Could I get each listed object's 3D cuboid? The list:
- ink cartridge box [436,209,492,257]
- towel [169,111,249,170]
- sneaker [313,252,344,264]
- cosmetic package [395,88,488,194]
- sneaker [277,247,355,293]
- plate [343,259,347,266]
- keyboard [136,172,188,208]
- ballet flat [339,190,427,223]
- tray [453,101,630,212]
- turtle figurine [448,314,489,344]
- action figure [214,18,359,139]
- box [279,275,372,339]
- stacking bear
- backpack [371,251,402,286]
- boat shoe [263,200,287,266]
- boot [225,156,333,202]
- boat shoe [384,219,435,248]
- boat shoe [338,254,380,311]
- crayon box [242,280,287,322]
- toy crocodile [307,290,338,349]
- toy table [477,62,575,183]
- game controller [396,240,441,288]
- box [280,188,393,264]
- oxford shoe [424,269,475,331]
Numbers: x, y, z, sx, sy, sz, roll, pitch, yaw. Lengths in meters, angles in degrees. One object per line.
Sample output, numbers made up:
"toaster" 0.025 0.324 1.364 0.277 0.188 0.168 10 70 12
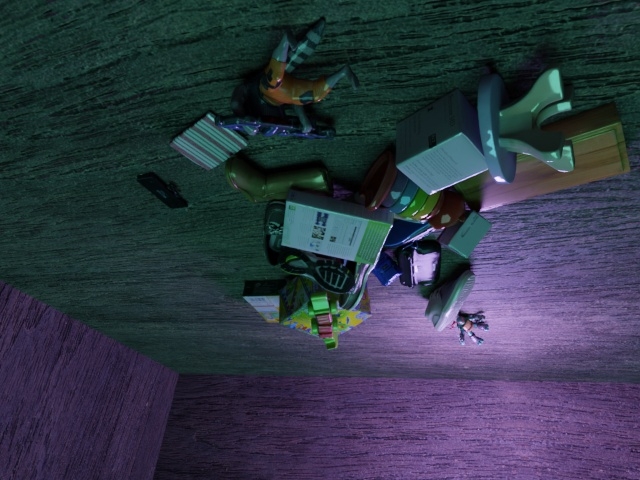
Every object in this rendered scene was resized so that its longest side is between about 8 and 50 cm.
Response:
"ink cartridge box" 0.434 -0.024 1.375 0.072 0.128 0.175 35 -173 -1
"towel" -0.320 -0.282 1.289 0.197 0.029 0.144 -23 139 35
"sneaker" 0.000 0.001 1.616 0.136 0.116 0.314 -1 149 15
"cosmetic package" 0.304 -0.239 1.122 0.151 0.152 0.183 31 141 -35
"sneaker" -0.009 0.107 1.669 0.299 0.111 0.121 25 179 7
"plate" 0.149 0.083 1.815 0.188 0.024 0.188 4 149 2
"keyboard" -0.522 -0.166 1.523 0.108 0.023 0.180 -3 149 28
"ballet flat" 0.199 -0.125 1.406 0.315 0.108 0.106 3 130 -4
"tray" 0.576 -0.202 1.214 0.410 0.076 0.202 -15 143 33
"turtle figurine" 0.727 0.420 2.194 0.234 0.118 0.175 31 101 -38
"action figure" -0.068 -0.346 1.065 0.341 0.179 0.330 -3 170 -45
"box" 0.018 0.270 1.949 0.289 0.177 0.279 27 131 -31
"stacking bear" 0.280 -0.124 1.286 0.288 0.175 0.164 23 110 -14
"backpack" 0.246 0.101 1.725 0.098 0.120 0.101 -38 176 -5
"boat shoe" -0.152 -0.014 1.635 0.112 0.096 0.335 8 149 -3
"boot" -0.117 -0.190 1.348 0.269 0.089 0.236 -3 163 17
"boat shoe" 0.325 -0.027 1.521 0.089 0.109 0.258 25 147 -35
"boat shoe" 0.125 0.131 1.713 0.096 0.117 0.325 9 122 -21
"crayon box" -0.219 0.301 2.189 0.202 0.083 0.323 -4 147 16
"toy crocodile" 0.015 0.316 1.790 0.115 0.105 0.341 -6 138 2
"toy table" 0.466 -0.254 1.009 0.160 0.252 0.274 1 147 38
"game controller" 0.390 0.098 1.776 0.166 0.067 0.319 -14 147 5
"box" 0.044 -0.034 1.405 0.321 0.059 0.232 14 145 0
"oxford shoe" 0.537 0.250 1.923 0.130 0.169 0.449 46 157 23
